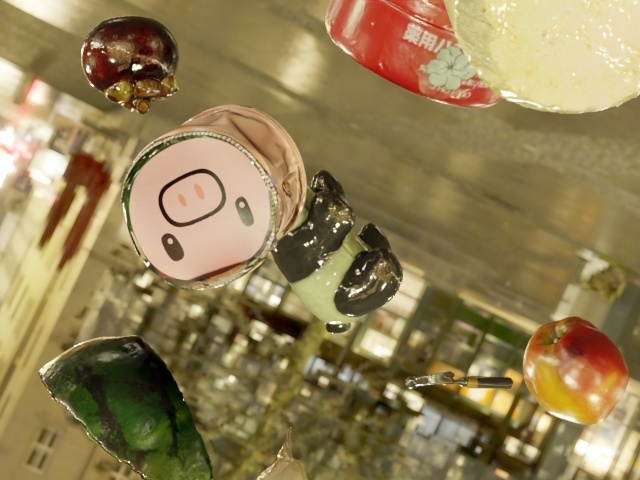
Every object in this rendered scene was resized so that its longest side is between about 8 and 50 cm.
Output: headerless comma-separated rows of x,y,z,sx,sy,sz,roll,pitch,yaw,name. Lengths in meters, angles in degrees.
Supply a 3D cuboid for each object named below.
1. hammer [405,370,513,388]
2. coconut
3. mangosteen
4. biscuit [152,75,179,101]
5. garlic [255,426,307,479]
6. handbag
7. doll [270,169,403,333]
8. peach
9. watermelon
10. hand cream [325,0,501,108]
0.228,0.218,1.881,0.201,0.021,0.078,7,165,-40,hammer
0.214,-0.248,1.051,0.239,0.239,0.244,26,-145,-18,coconut
-0.250,-0.231,1.620,0.140,0.140,0.140,25,178,1,mangosteen
-0.254,-0.236,1.774,0.018,0.083,0.081,55,166,47,biscuit
-0.068,0.338,1.538,0.090,0.198,0.128,24,178,-18,garlic
-0.116,-0.047,1.302,0.179,0.205,0.116,64,-153,-3,handbag
0.001,0.002,1.526,0.234,0.135,0.143,52,-176,-12,doll
0.255,0.132,1.214,0.101,0.100,0.101,25,178,1,peach
-0.221,0.182,1.323,0.301,0.123,0.129,28,139,49,watermelon
0.126,-0.253,1.294,0.230,0.149,0.230,19,-149,-12,hand cream
